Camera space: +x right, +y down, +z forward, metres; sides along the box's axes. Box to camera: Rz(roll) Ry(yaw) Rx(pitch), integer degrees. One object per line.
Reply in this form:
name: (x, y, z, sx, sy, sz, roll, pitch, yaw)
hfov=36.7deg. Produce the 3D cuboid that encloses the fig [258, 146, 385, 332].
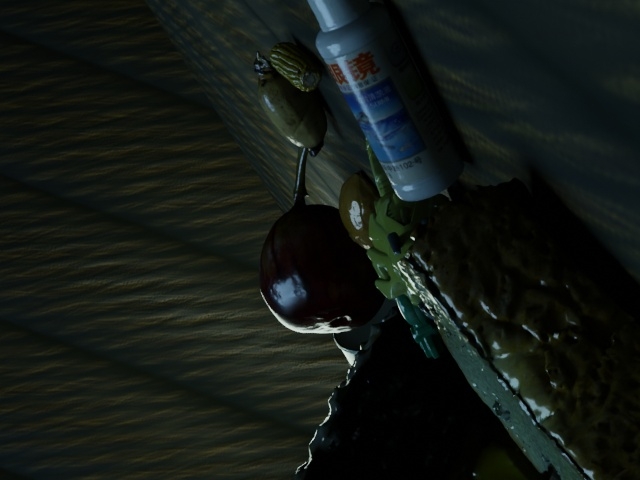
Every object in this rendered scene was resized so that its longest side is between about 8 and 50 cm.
fig: (-0.011, 0.013, 1.416, 0.203, 0.186, 0.250, 31, -153, -56)

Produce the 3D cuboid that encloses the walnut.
walnut: (0.055, -0.026, 1.190, 0.121, 0.052, 0.091, 58, 173, -32)

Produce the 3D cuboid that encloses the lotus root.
lotus root: (-0.035, -0.164, 1.132, 0.152, 0.063, 0.072, 53, -155, -33)

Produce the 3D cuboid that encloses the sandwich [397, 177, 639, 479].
sandwich: (0.178, 0.116, 0.626, 0.273, 0.095, 0.249, 53, 177, 33)

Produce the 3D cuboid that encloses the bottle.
bottle: (0.035, -0.130, 0.688, 0.217, 0.060, 0.060, 61, 174, -24)

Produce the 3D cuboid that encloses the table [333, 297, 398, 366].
table: (0.119, 0.204, 1.616, 0.220, 0.126, 0.126, 60, 175, -38)

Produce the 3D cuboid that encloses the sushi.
sushi: (0.130, 0.265, 1.092, 0.285, 0.329, 0.328, 27, 160, 9)

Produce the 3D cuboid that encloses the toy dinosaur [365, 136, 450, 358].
toy dinosaur: (0.082, -0.011, 0.842, 0.259, 0.094, 0.153, -106, -9, -47)

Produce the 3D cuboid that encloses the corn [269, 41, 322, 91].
corn: (-0.026, -0.188, 1.041, 0.037, 0.037, 0.092, 61, 175, -36)
